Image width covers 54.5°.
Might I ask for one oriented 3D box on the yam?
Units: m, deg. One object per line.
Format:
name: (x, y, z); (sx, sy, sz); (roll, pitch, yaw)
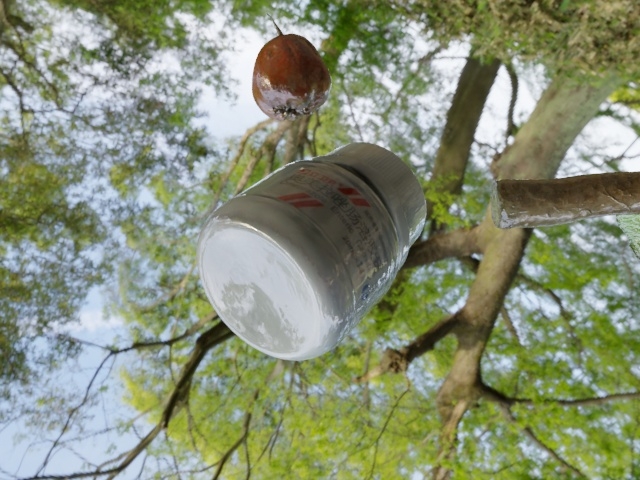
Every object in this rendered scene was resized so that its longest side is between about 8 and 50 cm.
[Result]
yam: (0.434, -0.065, 0.943); (0.357, 0.081, 0.081); (-3, -141, -4)

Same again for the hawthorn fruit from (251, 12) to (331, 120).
hawthorn fruit: (-0.047, -0.303, 1.092); (0.149, 0.188, 0.149); (10, -174, -1)

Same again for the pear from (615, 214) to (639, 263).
pear: (0.701, -0.010, 1.126); (0.292, 0.292, 0.159); (37, -138, 8)

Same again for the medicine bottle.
medicine bottle: (0.000, 0.000, 0.909); (0.245, 0.245, 0.306); (39, -136, 11)
